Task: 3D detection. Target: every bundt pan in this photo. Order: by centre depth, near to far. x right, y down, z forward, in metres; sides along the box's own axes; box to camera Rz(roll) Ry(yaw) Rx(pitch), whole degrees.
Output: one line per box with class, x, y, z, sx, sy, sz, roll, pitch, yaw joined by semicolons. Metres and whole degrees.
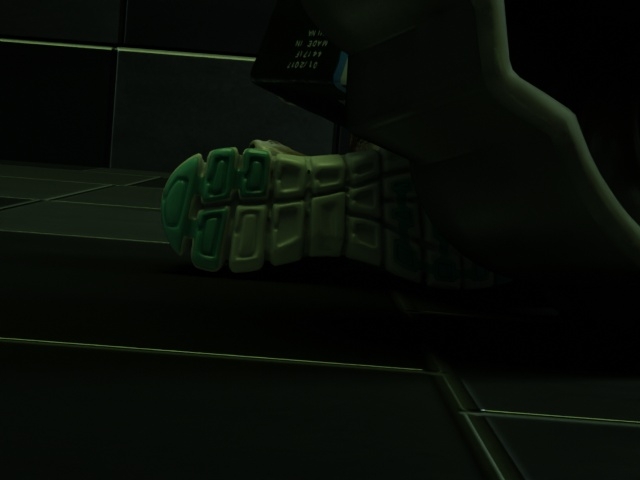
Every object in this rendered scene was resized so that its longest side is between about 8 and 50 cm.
bundt pan;0.117;-0.112;0.600;0.330;0.331;0.124;2;-13;-37

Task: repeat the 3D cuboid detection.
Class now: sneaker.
sneaker;0.015;-0.012;0.737;0.166;0.065;0.076;6;-2;-5

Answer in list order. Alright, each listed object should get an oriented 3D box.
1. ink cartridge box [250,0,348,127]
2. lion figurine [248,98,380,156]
ink cartridge box;0.145;-0.035;0.790;0.332;0.065;0.165;22;-6;-30
lion figurine;0.090;-0.054;1.182;0.240;0.142;0.392;11;16;-14
